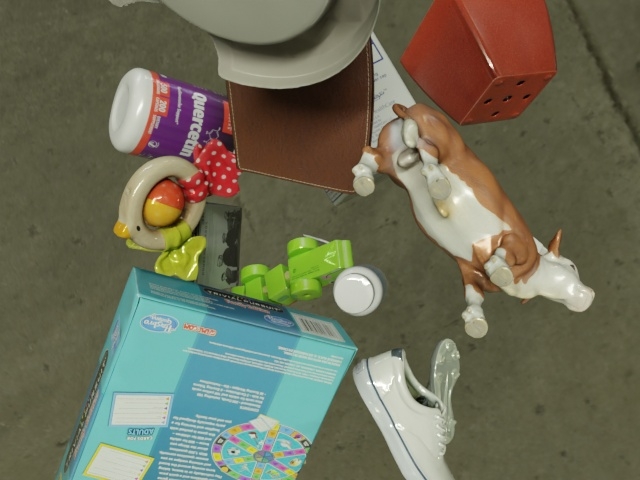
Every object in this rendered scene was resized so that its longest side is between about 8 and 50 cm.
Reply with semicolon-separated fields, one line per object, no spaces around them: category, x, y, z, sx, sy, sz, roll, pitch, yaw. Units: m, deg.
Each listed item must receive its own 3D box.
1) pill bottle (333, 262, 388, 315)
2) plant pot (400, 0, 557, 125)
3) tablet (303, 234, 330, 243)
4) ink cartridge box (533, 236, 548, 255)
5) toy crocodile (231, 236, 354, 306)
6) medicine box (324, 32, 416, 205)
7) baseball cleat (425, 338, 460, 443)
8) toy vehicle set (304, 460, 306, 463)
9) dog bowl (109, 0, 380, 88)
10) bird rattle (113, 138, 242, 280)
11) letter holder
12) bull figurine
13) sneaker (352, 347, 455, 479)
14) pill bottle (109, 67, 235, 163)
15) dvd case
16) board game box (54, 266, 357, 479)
pill bottle;0.070;0.086;1.199;0.087;0.160;0.087;0;91;11
plant pot;0.387;-0.421;1.589;0.267;0.267;0.236;-10;67;-23
tablet;0.000;0.000;1.629;0.054;0.083;0.006;21;88;-33
ink cartridge box;0.289;0.014;1.130;0.180;0.104;0.060;38;58;-7
toy crocodile;-0.066;0.088;1.396;0.105;0.340;0.115;24;47;-46
medicine box;0.039;-0.238;1.234;0.149;0.263;0.289;-29;88;-12
baseball cleat;0.223;0.297;1.359;0.072;0.109;0.206;11;81;-30
toy vehicle set;-0.168;0.353;1.272;0.266;0.035;0.166;-4;78;-16
dog bowl;-0.088;-0.313;0.660;0.348;0.349;0.102;30;60;-7
bird rattle;-0.241;-0.062;1.158;0.143;0.207;0.254;36;100;30
letter holder;-0.004;-0.239;0.941;0.214;0.302;0.152;15;43;19
bull figurine;0.163;-0.014;0.727;0.310;0.101;0.188;47;29;-1
sneaker;0.147;0.278;1.003;0.091;0.094;0.258;-30;98;19
pill bottle;-0.283;-0.249;1.499;0.322;0.181;0.182;11;71;-33
dvd case;-0.216;0.014;1.398;0.029;0.238;0.180;4;91;14
board game box;-0.143;0.222;0.775;0.253;0.079;0.336;18;104;-24
